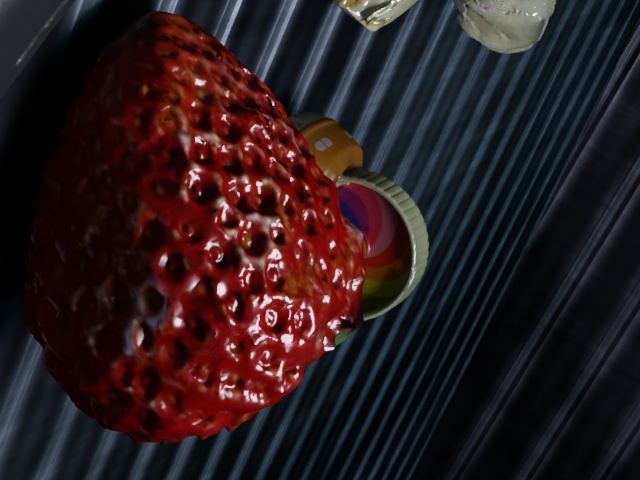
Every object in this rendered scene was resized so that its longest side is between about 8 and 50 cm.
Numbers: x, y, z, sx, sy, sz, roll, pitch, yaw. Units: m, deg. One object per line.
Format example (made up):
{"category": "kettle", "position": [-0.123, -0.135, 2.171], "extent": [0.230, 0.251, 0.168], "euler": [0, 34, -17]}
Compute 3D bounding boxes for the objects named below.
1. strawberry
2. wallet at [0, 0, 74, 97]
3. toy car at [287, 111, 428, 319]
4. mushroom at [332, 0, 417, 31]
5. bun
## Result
{"category": "strawberry", "position": [-0.120, 0.002, 1.416], "extent": [0.291, 0.310, 0.292], "euler": [-37, -174, 5]}
{"category": "wallet", "position": [-0.197, -0.170, 1.171], "extent": [0.250, 0.044, 0.149], "euler": [-55, 168, -19]}
{"category": "toy car", "position": [0.000, 0.000, 1.804], "extent": [0.145, 0.235, 0.235], "euler": [-27, 144, -64]}
{"category": "mushroom", "position": [0.113, -0.366, 1.723], "extent": [0.122, 0.095, 0.351], "euler": [-3, 124, -49]}
{"category": "bun", "position": [0.213, -0.330, 1.994], "extent": [0.239, 0.141, 0.239], "euler": [14, 90, -84]}
